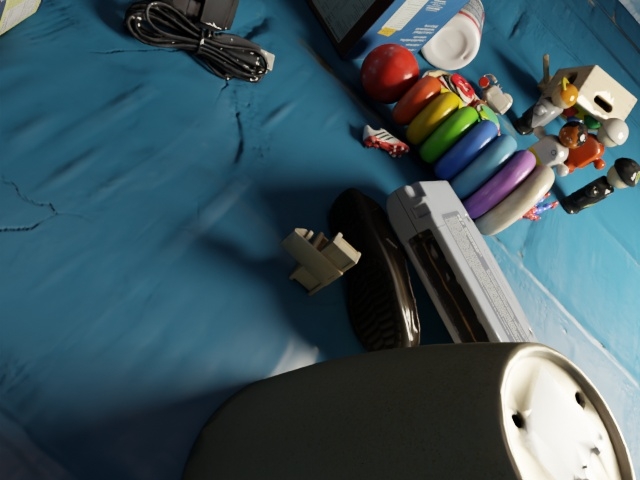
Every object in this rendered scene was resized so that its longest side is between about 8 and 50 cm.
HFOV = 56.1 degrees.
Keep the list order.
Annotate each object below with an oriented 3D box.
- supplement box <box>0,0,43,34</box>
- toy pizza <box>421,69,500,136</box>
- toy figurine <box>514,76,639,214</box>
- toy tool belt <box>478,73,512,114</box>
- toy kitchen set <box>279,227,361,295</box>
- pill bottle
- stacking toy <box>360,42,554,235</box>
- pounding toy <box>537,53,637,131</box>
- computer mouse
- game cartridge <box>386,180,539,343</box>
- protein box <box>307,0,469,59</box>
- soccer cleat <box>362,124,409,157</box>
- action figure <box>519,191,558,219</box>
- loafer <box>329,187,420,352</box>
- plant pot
[{"bbox_3d":[-0.321,-0.252,0.573,0.083,0.056,0.083,37,44,-15],"label":"supplement box"},{"bbox_3d":[0.260,-0.230,1.075,0.201,0.032,0.201,22,49,-28],"label":"toy pizza"},{"bbox_3d":[0.493,-0.183,1.156,0.209,0.148,0.213,35,45,-18],"label":"toy figurine"},{"bbox_3d":[0.334,-0.285,1.173,0.083,0.052,0.051,47,11,-9],"label":"toy tool belt"},{"bbox_3d":[0.000,0.000,0.652,0.068,0.083,0.075,42,43,-11],"label":"toy kitchen set"},{"bbox_3d":[0.255,-0.413,1.143,0.108,0.108,0.180,36,44,-15],"label":"pill bottle"},{"bbox_3d":[0.190,-0.168,0.906,0.330,0.141,0.141,47,42,1],"label":"stacking toy"},{"bbox_3d":[0.528,-0.314,1.301,0.181,0.094,0.206,31,3,-18],"label":"pounding toy"},{"bbox_3d":[-0.149,-0.341,0.772,0.188,0.072,0.272,12,55,-34],"label":"computer mouse"},{"bbox_3d":[0.192,0.063,0.753,0.297,0.062,0.198,63,21,7],"label":"game cartridge"},{"bbox_3d":[0.123,-0.405,0.954,0.200,0.201,0.136,-18,75,-46],"label":"protein box"},{"bbox_3d":[0.097,-0.147,0.880,0.083,0.029,0.035,9,61,-31],"label":"soccer cleat"},{"bbox_3d":[0.376,-0.055,1.056,0.115,0.030,0.038,-20,70,-41],"label":"action figure"},{"bbox_3d":[0.076,0.036,0.695,0.078,0.080,0.220,9,56,-36],"label":"loafer"},{"bbox_3d":[0.069,0.181,0.445,0.256,0.274,0.256,22,49,-28],"label":"plant pot"}]
